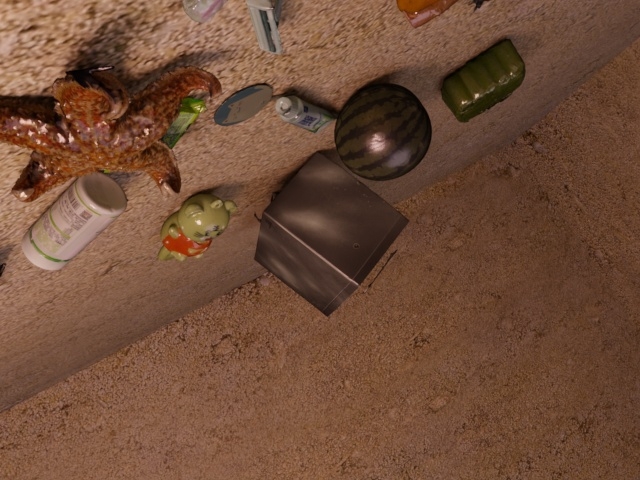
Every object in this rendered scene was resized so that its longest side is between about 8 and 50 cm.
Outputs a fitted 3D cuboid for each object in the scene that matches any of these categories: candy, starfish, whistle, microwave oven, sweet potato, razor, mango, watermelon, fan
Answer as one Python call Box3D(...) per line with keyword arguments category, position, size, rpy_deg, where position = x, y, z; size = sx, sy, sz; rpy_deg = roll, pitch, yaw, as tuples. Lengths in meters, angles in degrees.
Box3D(category="candy", position=(-0.257, -0.161, 0.792), size=(0.102, 0.032, 0.178), rpy_deg=(-16, 164, -48))
Box3D(category="starfish", position=(-0.264, -0.133, 0.632), size=(0.312, 0.113, 0.303), rpy_deg=(-18, 169, -22))
Box3D(category="whistle", position=(-0.303, -0.020, 1.207), size=(0.131, 0.106, 0.288), rpy_deg=(-11, 160, -47))
Box3D(category="microwave oven", position=(0.000, 0.000, 1.486), size=(0.236, 0.374, 0.432), rpy_deg=(-52, 177, -21))
Box3D(category="sweet potato", position=(0.258, -0.439, 0.817), size=(0.281, 0.059, 0.067), rpy_deg=(-30, -160, 17))
Box3D(category="razor", position=(0.027, -0.348, 0.642), size=(0.278, 0.056, 0.111), rpy_deg=(-37, 173, -3))
Box3D(category="mango", position=(0.167, -0.391, 0.775), size=(0.127, 0.063, 0.077), rpy_deg=(-34, 162, 29))
Box3D(category="watermelon", position=(0.133, -0.233, 1.124), size=(0.212, 0.212, 0.212), rpy_deg=(-30, 172, -5))
Box3D(category="fan", position=(-0.109, -0.243, 0.906), size=(0.175, 0.005, 0.113), rpy_deg=(-25, 171, -32))

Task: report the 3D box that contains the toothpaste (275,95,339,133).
Box3D(category="toothpaste", position=(-0.024, -0.249, 1.035), size=(0.075, 0.048, 0.297), rpy_deg=(-33, 177, 17))

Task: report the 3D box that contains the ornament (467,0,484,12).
Box3D(category="ornament", position=(0.329, -0.476, 0.974), size=(0.125, 0.028, 0.073), rpy_deg=(-30, 173, -15))

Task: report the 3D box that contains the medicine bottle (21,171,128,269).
Box3D(category="medicine bottle", position=(-0.408, -0.031, 0.853), size=(0.183, 0.086, 0.086), rpy_deg=(-34, 171, 25))

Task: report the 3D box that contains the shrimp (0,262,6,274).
Box3D(category="shrimp", position=(-0.680, 0.115, 0.867), size=(0.365, 0.071, 0.233), rpy_deg=(-30, 168, 40))

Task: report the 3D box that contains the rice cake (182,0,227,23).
Box3D(category="rice cake", position=(-0.071, -0.311, 0.546), size=(0.208, 0.033, 0.033), rpy_deg=(-35, 161, 23))

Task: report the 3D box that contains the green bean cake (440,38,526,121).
Box3D(category="green bean cake", position=(0.436, -0.420, 1.381), size=(0.214, 0.113, 0.200), rpy_deg=(-32, 172, 16))
